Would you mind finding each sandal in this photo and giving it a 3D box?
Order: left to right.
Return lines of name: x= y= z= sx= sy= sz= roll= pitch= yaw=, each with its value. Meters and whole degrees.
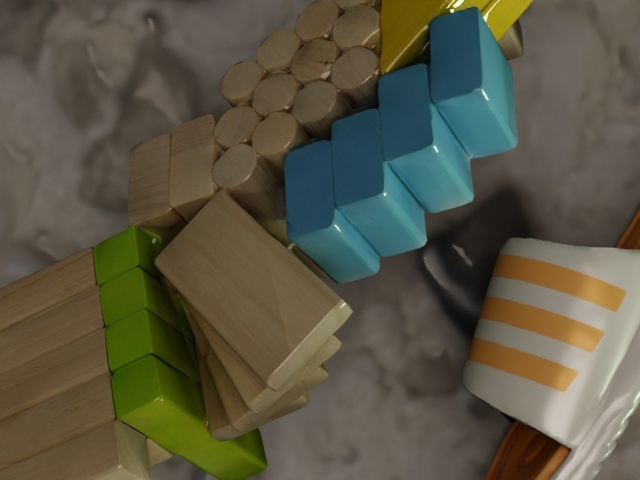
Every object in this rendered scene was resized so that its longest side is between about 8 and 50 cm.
sandal: x=0.120 y=0.010 z=0.527 sx=0.076 sy=0.102 sz=0.265 roll=33 pitch=80 yaw=-2

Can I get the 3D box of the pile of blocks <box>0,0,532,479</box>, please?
pile of blocks: x=0.000 y=0.000 z=0.499 sx=0.362 sy=0.112 sz=0.149 roll=-45 pitch=50 yaw=0
